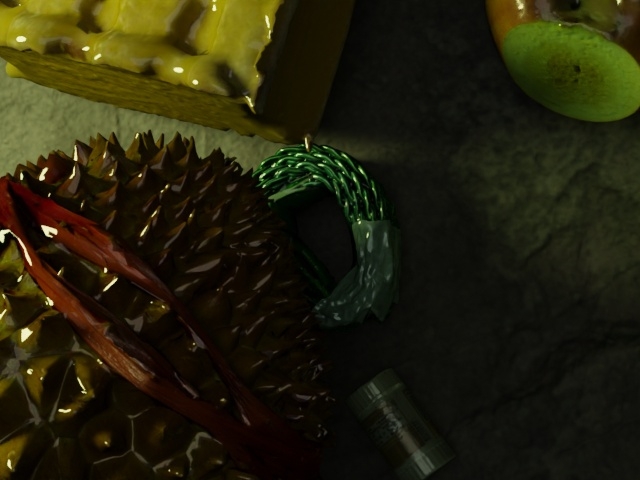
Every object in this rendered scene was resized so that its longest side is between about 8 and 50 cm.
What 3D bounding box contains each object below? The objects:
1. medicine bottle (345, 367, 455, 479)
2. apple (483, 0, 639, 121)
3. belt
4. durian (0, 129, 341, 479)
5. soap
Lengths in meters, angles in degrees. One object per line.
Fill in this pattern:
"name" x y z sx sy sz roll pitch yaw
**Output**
"medicine bottle" 0.060 0.142 0.970 0.047 0.047 0.083 -38 78 5
"apple" 0.191 -0.173 0.932 0.146 0.147 0.163 3 85 13
"belt" 0.000 0.000 0.984 0.121 0.079 0.151 -23 80 8
"durian" -0.153 0.109 0.863 0.348 0.347 0.384 15 90 13
"soap" -0.108 -0.261 0.983 0.293 0.156 0.335 11 82 24
